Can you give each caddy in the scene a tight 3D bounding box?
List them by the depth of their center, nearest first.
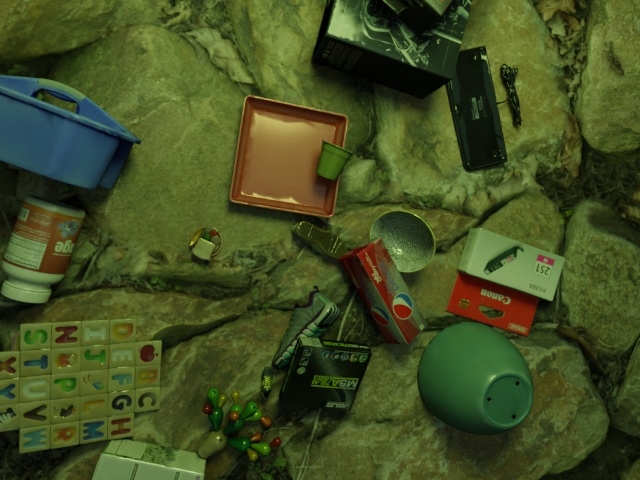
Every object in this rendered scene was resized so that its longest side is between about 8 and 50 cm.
[{"bbox_3d":[-0.552,-0.234,0.913,0.341,0.241,0.179,20,93,-11],"label":"caddy"}]

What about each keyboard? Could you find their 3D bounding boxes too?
[{"bbox_3d":[0.449,-0.361,1.201,0.201,0.033,0.317,-13,95,-3],"label":"keyboard"}]

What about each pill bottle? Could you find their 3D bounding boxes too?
[{"bbox_3d":[-0.608,0.020,0.970,0.121,0.121,0.216,19,89,-11],"label":"pill bottle"}]

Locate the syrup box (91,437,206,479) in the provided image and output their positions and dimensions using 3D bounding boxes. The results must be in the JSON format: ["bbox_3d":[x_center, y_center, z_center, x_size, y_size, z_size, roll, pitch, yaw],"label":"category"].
[{"bbox_3d":[-0.395,0.544,1.044,0.236,0.093,0.096,19,88,-11],"label":"syrup box"}]

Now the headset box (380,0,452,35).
[{"bbox_3d":[0.213,-0.601,0.925,0.218,0.110,0.293,38,85,-10],"label":"headset box"}]

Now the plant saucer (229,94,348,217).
[{"bbox_3d":[-0.077,-0.201,1.099,0.258,0.048,0.259,9,91,-11],"label":"plant saucer"}]

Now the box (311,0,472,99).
[{"bbox_3d":[0.181,-0.568,1.067,0.312,0.179,0.343,14,90,-12],"label":"box"}]

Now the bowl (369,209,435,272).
[{"bbox_3d":[0.217,-0.012,1.131,0.170,0.170,0.080,56,38,-8],"label":"bowl"}]

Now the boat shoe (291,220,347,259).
[{"bbox_3d":[-0.001,0.001,1.128,0.153,0.048,0.056,27,75,-17],"label":"boat shoe"}]

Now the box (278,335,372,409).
[{"bbox_3d":[0.011,0.330,1.097,0.190,0.045,0.184,12,108,-20],"label":"box"}]

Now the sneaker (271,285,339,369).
[{"bbox_3d":[-0.053,0.220,1.120,0.224,0.083,0.098,-47,59,7],"label":"sneaker"}]

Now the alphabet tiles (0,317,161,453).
[{"bbox_3d":[-0.538,0.320,0.999,0.342,0.011,0.285,2,94,-27],"label":"alphabet tiles"}]

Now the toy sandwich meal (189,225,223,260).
[{"bbox_3d":[-0.277,0.006,1.078,0.085,0.029,0.086,0,92,-11],"label":"toy sandwich meal"}]

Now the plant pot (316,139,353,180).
[{"bbox_3d":[0.027,-0.186,1.061,0.083,0.083,0.079,21,100,-11],"label":"plant pot"}]

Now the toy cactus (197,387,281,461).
[{"bbox_3d":[-0.218,0.466,1.080,0.180,0.112,0.219,-42,107,3],"label":"toy cactus"}]

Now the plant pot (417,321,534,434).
[{"bbox_3d":[0.421,0.371,1.140,0.290,0.195,0.290,0,92,-10],"label":"plant pot"}]

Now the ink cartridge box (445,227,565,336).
[{"bbox_3d":[0.503,0.119,1.215,0.275,0.060,0.239,18,88,-11],"label":"ink cartridge box"}]

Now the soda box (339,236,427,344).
[{"bbox_3d":[0.159,0.129,1.123,0.092,0.083,0.263,-34,99,-31],"label":"soda box"}]

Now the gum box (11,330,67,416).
[{"bbox_3d":[-0.633,0.301,1.005,0.107,0.062,0.188,9,91,-11],"label":"gum box"}]

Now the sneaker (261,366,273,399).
[{"bbox_3d":[-0.132,0.359,1.116,0.031,0.035,0.083,0,92,-11],"label":"sneaker"}]
